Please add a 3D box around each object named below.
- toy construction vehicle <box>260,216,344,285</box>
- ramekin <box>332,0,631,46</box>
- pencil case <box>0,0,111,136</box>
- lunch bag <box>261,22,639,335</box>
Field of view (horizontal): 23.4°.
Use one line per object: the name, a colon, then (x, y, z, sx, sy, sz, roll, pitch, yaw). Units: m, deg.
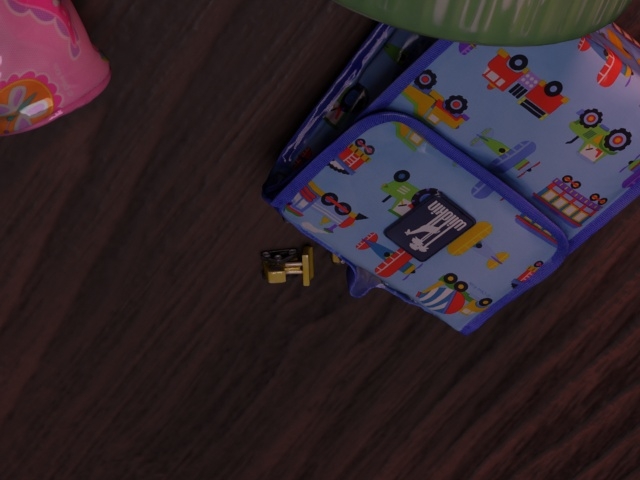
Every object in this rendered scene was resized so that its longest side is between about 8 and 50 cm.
toy construction vehicle: (0.000, 0.000, 1.299, 0.098, 0.035, 0.086, -4, 121, -8)
ramekin: (0.095, -0.255, 1.015, 0.303, 0.303, 0.148, 4, 128, -13)
pencil case: (-0.253, -0.207, 1.081, 0.124, 0.124, 0.284, -22, 123, 3)
lunch bag: (0.111, -0.068, 1.226, 0.221, 0.138, 0.293, 31, 114, -26)
